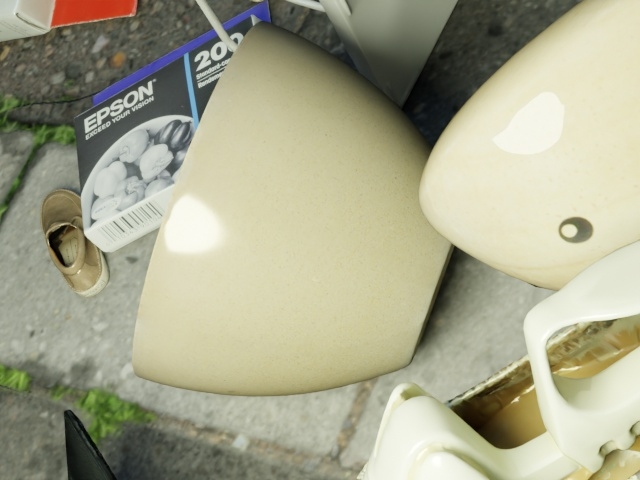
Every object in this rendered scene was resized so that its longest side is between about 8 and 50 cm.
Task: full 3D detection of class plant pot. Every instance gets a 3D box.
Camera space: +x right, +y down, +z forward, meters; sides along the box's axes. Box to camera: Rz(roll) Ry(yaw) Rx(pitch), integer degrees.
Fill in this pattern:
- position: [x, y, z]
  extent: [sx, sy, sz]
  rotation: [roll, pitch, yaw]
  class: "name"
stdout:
- position: [0.000, 0.000, 1.393]
  extent: [0.190, 0.284, 0.284]
  rotation: [19, 68, 6]
  class: "plant pot"

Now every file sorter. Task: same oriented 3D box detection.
- position: [0.027, -0.289, 1.573]
  extent: [0.173, 0.193, 0.278]
  rotation: [19, 71, 27]
  class: "file sorter"

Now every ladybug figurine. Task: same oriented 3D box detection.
- position: [0.272, -0.105, 1.239]
  extent: [0.449, 0.305, 0.162]
  rotation: [-33, 78, -18]
  class: "ladybug figurine"

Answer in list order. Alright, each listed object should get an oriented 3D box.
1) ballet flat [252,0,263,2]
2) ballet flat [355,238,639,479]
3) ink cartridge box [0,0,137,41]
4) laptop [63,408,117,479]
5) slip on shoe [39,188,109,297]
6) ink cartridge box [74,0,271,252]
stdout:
- position: [-0.065, -0.291, 1.768]
  extent: [0.057, 0.049, 0.173]
  rotation: [-25, 48, 21]
  class: "ballet flat"
- position: [0.150, 0.104, 1.115]
  extent: [0.482, 0.182, 0.164]
  rotation: [-37, 46, 8]
  class: "ballet flat"
- position: [-0.274, -0.345, 1.902]
  extent: [0.238, 0.060, 0.275]
  rotation: [-4, 71, 38]
  class: "ink cartridge box"
- position: [-0.193, 0.307, 1.372]
  extent: [0.136, 0.264, 0.234]
  rotation: [-16, 40, -23]
  class: "laptop"
- position: [-0.229, -0.005, 1.688]
  extent: [0.051, 0.041, 0.135]
  rotation: [-34, 46, 11]
  class: "slip on shoe"
- position: [-0.128, -0.116, 1.694]
  extent: [0.206, 0.045, 0.208]
  rotation: [-28, 46, 17]
  class: "ink cartridge box"
